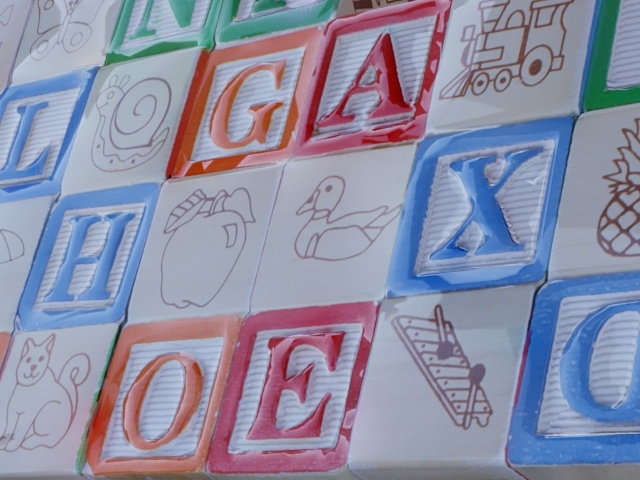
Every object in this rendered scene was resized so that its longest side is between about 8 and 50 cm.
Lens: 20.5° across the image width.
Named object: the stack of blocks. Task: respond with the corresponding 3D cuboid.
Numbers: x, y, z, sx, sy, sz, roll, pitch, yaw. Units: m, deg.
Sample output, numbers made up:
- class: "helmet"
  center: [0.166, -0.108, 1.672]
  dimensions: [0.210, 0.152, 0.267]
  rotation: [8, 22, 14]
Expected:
- class: "stack of blocks"
  center: [0.000, 0.000, 0.485]
  dimensions: [0.297, 0.087, 0.171]
  rotation: [-7, 59, 39]
